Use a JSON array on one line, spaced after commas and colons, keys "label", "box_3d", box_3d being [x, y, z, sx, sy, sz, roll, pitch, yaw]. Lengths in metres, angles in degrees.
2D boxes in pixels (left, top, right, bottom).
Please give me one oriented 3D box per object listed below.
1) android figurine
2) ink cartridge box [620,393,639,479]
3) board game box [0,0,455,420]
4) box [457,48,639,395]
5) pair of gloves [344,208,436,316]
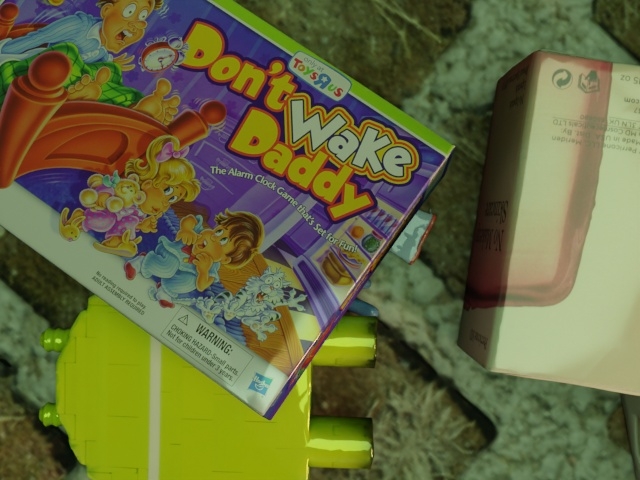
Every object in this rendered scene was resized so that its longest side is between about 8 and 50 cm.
[{"label": "android figurine", "box_3d": [-0.092, 0.116, 0.767, 0.273, 0.056, 0.248, 0, 96, 3]}, {"label": "ink cartridge box", "box_3d": [0.414, 0.148, 0.754, 0.307, 0.129, 0.223, -11, 92, -1]}, {"label": "board game box", "box_3d": [-0.111, -0.064, 0.716, 0.347, 0.078, 0.233, 34, 80, 8]}, {"label": "box", "box_3d": [0.191, -0.013, 0.737, 0.127, 0.148, 0.232, 9, 90, -1]}, {"label": "pair of gloves", "box_3d": [0.000, 0.000, 0.795, 0.159, 0.023, 0.198, 31, 91, -2]}]
